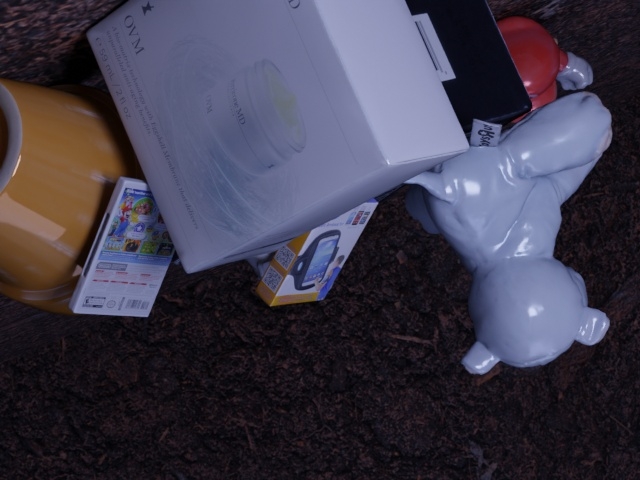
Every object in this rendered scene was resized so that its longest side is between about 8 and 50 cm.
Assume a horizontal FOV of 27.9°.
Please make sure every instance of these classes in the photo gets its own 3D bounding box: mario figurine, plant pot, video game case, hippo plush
[{"bbox_3d":[0.274,-0.202,1.810,0.198,0.170,0.320,-59,178,5],"label":"mario figurine"},{"bbox_3d":[-0.253,-0.052,1.103,0.205,0.205,0.188,-25,159,15],"label":"plant pot"},{"bbox_3d":[-0.158,0.008,1.091,0.087,0.011,0.122,8,110,-51],"label":"video game case"},{"bbox_3d":[0.218,-0.001,1.302,0.234,0.237,0.294,-24,174,8],"label":"hippo plush"}]

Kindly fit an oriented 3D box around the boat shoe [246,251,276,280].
[{"bbox_3d":[-0.021,0.020,1.326,0.095,0.084,0.258,-23,173,9],"label":"boat shoe"}]

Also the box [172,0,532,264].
[{"bbox_3d":[-0.002,-0.130,1.337,0.296,0.183,0.294,-17,170,-38],"label":"box"}]

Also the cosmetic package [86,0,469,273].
[{"bbox_3d":[-0.038,-0.123,1.049,0.224,0.224,0.138,-27,173,33],"label":"cosmetic package"}]

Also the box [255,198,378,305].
[{"bbox_3d":[0.000,0.000,1.216,0.081,0.028,0.136,-4,132,-50],"label":"box"}]
